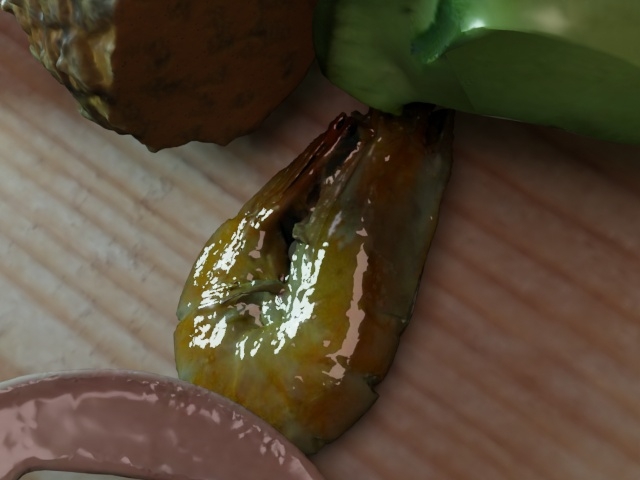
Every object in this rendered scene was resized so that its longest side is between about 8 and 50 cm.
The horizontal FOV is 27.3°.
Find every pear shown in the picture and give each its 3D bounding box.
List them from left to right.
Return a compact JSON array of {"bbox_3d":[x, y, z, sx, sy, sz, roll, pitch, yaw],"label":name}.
[{"bbox_3d":[0.159,-0.156,0.595,0.282,0.176,0.286,14,57,7],"label":"pear"}]

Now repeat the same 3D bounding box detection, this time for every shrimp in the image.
[{"bbox_3d":[-0.001,-0.001,0.632,0.115,0.051,0.217,19,77,17],"label":"shrimp"}]

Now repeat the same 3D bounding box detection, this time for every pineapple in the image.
[{"bbox_3d":[-0.121,-0.170,0.666,0.158,0.158,0.279,-42,57,-7],"label":"pineapple"}]

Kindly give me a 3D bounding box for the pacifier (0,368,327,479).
[{"bbox_3d":[-0.089,0.205,0.486,0.220,0.273,0.332,-3,68,26],"label":"pacifier"}]
